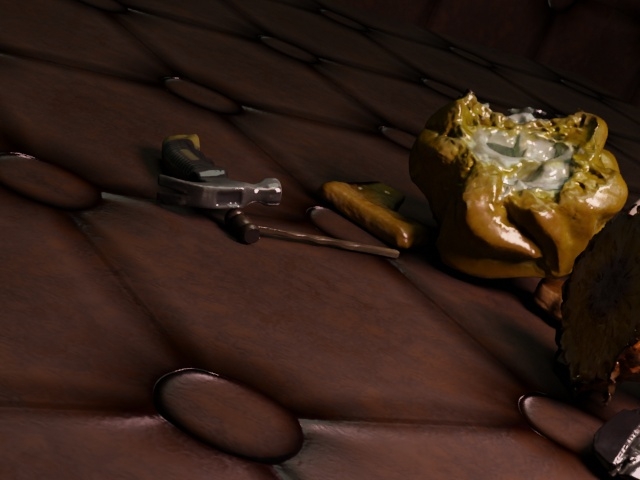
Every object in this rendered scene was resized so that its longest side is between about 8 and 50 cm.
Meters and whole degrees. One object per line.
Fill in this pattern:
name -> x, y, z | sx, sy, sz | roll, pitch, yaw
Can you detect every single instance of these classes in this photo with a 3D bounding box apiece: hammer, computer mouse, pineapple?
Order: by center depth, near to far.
computer mouse -> 0.379, 0.234, 1.509 | 0.106, 0.062, 0.192 | 32, 18, 25
pineapple -> 0.471, 0.116, 1.664 | 0.271, 0.262, 0.262 | 20, 18, -14
hammer -> -0.164, -0.092, 1.770 | 0.159, 0.041, 0.226 | -2, 22, -25
hammer -> 0.000, 0.000, 1.778 | 0.292, 0.029, 0.058 | 11, 23, -39

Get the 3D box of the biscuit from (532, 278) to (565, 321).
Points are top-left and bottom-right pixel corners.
biscuit -> 0.457, 0.138, 1.907 | 0.320, 0.047, 0.183 | 17, 21, -16

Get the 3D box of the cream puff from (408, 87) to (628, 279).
cream puff -> 0.280, -0.050, 1.962 | 0.323, 0.270, 0.274 | 9, -23, 8

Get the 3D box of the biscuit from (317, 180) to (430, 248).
biscuit -> 0.103, -0.041, 1.996 | 0.183, 0.039, 0.174 | 35, 19, 32

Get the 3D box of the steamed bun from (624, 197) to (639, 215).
steamed bun -> 0.670, -0.008, 2.395 | 0.241, 0.164, 0.146 | 27, 17, 14
